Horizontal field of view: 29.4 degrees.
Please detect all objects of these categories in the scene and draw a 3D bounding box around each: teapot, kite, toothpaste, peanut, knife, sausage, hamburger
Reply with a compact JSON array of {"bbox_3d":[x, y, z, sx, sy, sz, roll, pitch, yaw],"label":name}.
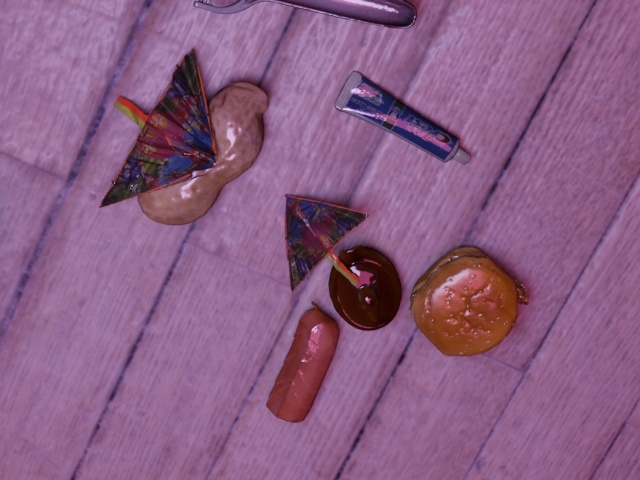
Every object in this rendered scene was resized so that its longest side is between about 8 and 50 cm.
[{"bbox_3d":[0.060,0.065,1.655,0.098,0.078,0.129,-16,107,3],"label":"teapot"},{"bbox_3d":[0.000,0.000,1.637,0.159,0.010,0.190,55,131,11],"label":"kite"},{"bbox_3d":[0.114,-0.153,1.612,0.197,0.035,0.057,29,89,-9],"label":"toothpaste"},{"bbox_3d":[-0.148,-0.109,1.591,0.228,0.085,0.104,-44,93,10],"label":"peanut"},{"bbox_3d":[-0.012,-0.324,1.544,0.278,0.053,0.123,13,102,-6],"label":"knife"},{"bbox_3d":[-0.020,0.167,1.697,0.065,0.065,0.169,20,105,-8],"label":"sausage"},{"bbox_3d":[0.201,0.087,1.666,0.147,0.083,0.138,-41,109,14],"label":"hamburger"},{"bbox_3d":[-0.207,-0.129,1.566,0.183,0.014,0.241,36,95,25],"label":"kite"}]
